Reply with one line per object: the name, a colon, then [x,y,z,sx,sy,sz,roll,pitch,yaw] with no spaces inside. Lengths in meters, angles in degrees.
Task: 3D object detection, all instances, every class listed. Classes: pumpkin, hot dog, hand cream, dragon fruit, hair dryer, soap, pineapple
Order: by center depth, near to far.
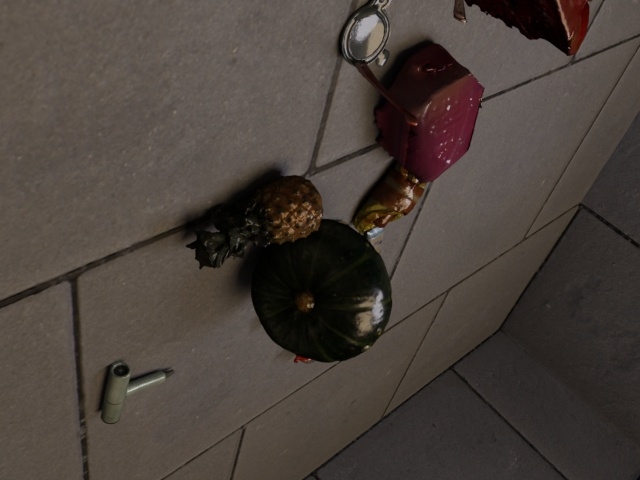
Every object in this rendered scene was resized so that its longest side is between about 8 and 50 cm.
dragon fruit: [0.366,-0.512,1.100,0.228,0.286,0.329,-43,146,2]
pineapple: [-0.118,-0.032,1.205,0.248,0.128,0.128,-25,147,-30]
pumpkin: [0.007,0.105,1.383,0.300,0.300,0.207,-55,165,18]
hair dryer: [-0.365,0.284,1.387,0.183,0.044,0.154,-26,149,-45]
soap: [0.227,-0.260,1.391,0.220,0.127,0.324,-39,153,-19]
hot dog: [0.188,-0.108,1.584,0.261,0.093,0.123,-53,154,13]
hand cream: [0.138,0.022,1.755,0.065,0.043,0.170,-32,149,-27]

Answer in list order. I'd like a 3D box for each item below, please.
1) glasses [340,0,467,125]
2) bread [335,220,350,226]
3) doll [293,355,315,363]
glasses: [0.146,-0.316,1.036,0.118,0.268,0.234,-2,135,-31]
bread: [-0.005,0.017,1.524,0.154,0.054,0.136,4,128,-55]
doll: [0.005,0.282,1.897,0.245,0.076,0.142,-28,148,-41]
